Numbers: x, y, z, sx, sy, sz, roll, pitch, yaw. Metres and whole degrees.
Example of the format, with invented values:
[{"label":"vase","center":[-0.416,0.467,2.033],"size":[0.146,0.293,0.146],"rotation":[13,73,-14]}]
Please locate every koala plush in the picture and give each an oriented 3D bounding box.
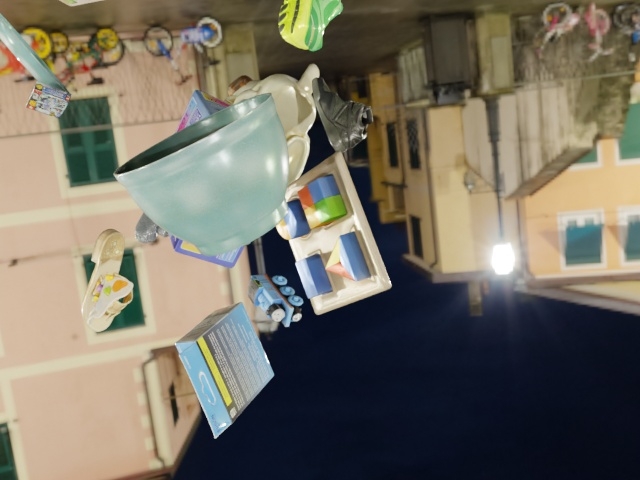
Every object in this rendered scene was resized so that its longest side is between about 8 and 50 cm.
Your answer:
[{"label":"koala plush","center":[-0.361,-0.047,1.975],"size":[0.196,0.203,0.221],"rotation":[15,168,22]}]

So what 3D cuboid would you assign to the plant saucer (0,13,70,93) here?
[{"label":"plant saucer","center":[-0.839,-0.528,2.040],"size":[0.043,0.318,0.317],"rotation":[-41,-165,-6]}]

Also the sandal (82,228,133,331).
[{"label":"sandal","center":[-0.414,0.099,1.427],"size":[0.079,0.240,0.088],"rotation":[27,-153,27]}]

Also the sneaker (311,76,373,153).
[{"label":"sneaker","center":[0.059,-0.343,1.853],"size":[0.130,0.228,0.087],"rotation":[-25,154,8]}]

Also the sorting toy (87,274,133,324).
[{"label":"sorting toy","center":[-0.355,0.101,1.166],"size":[0.083,0.045,0.075],"rotation":[-29,-148,47]}]

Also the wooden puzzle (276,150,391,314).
[{"label":"wooden puzzle","center":[0.000,0.000,1.660],"size":[0.080,0.322,0.348],"rotation":[-17,174,-31]}]

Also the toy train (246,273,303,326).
[{"label":"toy train","center":[-0.123,0.161,1.931],"size":[0.105,0.080,0.184],"rotation":[-5,-146,-31]}]

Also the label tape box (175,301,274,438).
[{"label":"label tape box","center":[-0.286,0.355,1.973],"size":[0.115,0.249,0.347],"rotation":[-17,-169,28]}]

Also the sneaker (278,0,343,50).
[{"label":"sneaker","center":[-0.009,-0.565,1.615],"size":[0.109,0.296,0.123],"rotation":[10,168,42]}]

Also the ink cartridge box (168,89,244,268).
[{"label":"ink cartridge box","center":[-0.226,-0.128,1.554],"size":[0.151,0.270,0.395],"rotation":[17,-159,-31]}]

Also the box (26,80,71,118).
[{"label":"box","center":[-0.739,-0.380,1.935],"size":[0.094,0.027,0.137],"rotation":[18,160,-26]}]

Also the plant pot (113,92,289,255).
[{"label":"plant pot","center":[-0.172,-0.097,1.213],"size":[0.293,0.196,0.293],"rotation":[-23,-162,8]}]

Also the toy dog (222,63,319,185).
[{"label":"toy dog","center":[-0.185,-0.393,2.199],"size":[0.284,0.395,0.408],"rotation":[24,-173,-21]}]

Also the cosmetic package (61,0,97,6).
[{"label":"cosmetic package","center":[-0.597,-0.678,1.692],"size":[0.197,0.155,0.365],"rotation":[23,179,-36]}]
